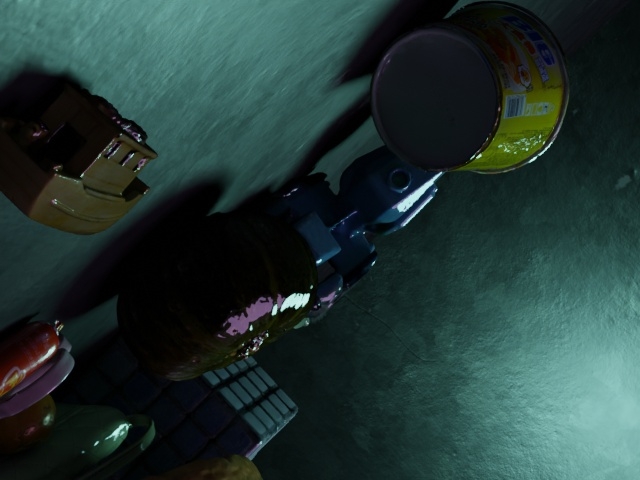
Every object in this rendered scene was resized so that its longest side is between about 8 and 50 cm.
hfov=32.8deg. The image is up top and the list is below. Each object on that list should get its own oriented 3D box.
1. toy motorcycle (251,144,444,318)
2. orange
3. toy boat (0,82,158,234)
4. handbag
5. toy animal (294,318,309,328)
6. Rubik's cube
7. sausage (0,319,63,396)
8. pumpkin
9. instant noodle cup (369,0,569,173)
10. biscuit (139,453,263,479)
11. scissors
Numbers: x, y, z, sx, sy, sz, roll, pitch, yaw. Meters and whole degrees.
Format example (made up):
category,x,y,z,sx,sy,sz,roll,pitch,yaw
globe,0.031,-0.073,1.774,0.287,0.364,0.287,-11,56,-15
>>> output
category,x,y,z,sx,sy,sz,roll,pitch,yaw
toy motorcycle,0.000,0.000,1.383,0.416,0.172,0.232,-33,180,-5
orange,-0.314,0.182,1.124,0.083,0.070,0.083,-27,165,-8
toy boat,-0.143,-0.047,0.663,0.077,0.057,0.200,-49,174,-1
handbag,-0.303,0.247,1.169,0.219,0.079,0.256,-6,-166,30
toy animal,-0.119,0.095,1.723,0.125,0.127,0.251,-32,165,25
Rubik's cube,-0.205,0.243,1.491,0.237,0.237,0.238,-46,172,10
sausage,-0.282,0.114,0.962,0.145,0.048,0.050,-39,136,-42
pumpkin,-0.109,0.053,1.151,0.223,0.157,0.224,-25,166,-7
instant noodle cup,0.161,-0.162,1.217,0.205,0.205,0.153,-46,167,32
biscuit,-0.270,0.357,1.184,0.455,0.078,0.350,-22,155,-13
scissors,-0.336,0.173,1.022,0.242,0.030,0.118,-37,-162,-5
